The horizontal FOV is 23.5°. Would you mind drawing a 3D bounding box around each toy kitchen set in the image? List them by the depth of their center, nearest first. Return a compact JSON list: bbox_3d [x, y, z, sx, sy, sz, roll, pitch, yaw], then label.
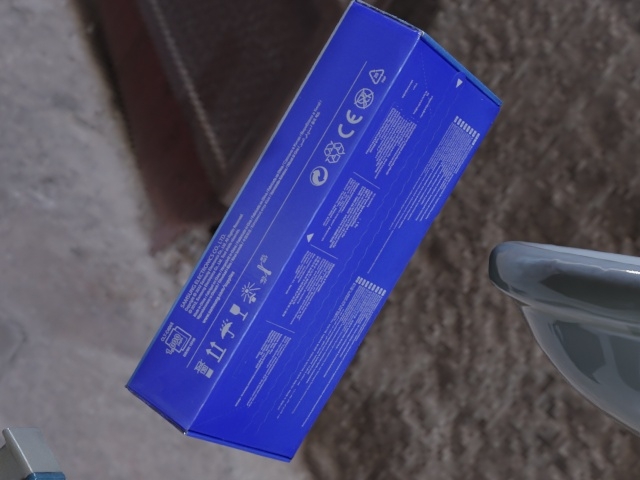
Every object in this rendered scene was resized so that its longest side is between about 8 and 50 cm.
[{"bbox_3d":[-0.258,0.274,1.512,0.207,0.166,0.122,9,45,-56],"label":"toy kitchen set"}]

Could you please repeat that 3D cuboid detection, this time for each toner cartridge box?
[{"bbox_3d":[0.000,0.000,1.218,0.075,0.348,0.165,31,1,31],"label":"toner cartridge box"}]

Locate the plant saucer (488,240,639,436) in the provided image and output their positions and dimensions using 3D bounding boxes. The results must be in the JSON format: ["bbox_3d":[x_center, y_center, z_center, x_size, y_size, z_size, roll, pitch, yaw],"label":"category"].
[{"bbox_3d":[0.262,0.076,0.634,0.400,0.100,0.400,9,1,0],"label":"plant saucer"}]
